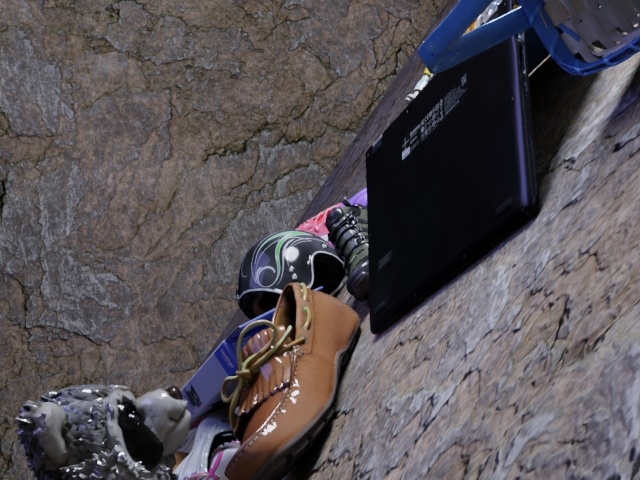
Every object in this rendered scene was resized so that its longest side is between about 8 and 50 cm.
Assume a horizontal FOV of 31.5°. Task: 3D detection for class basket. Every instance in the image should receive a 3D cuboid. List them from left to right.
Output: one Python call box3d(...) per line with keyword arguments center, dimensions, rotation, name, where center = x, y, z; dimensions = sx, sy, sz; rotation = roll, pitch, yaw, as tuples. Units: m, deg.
box3d(center=(0.243, -0.261, 1.023), dimensions=(0.289, 0.201, 0.255), rotation=(-23, -8, -22), name="basket")

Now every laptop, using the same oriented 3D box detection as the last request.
box3d(center=(0.236, -0.122, 1.374), dimensions=(0.382, 0.236, 0.408), rotation=(133, 142, -58), name="laptop")

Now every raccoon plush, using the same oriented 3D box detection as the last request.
box3d(center=(-0.240, 0.352, 1.106), dimensions=(0.446, 0.299, 0.216), rotation=(-57, 6, -22), name="raccoon plush")

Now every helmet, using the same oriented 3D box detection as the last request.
box3d(center=(-0.051, 0.060, 1.915), dimensions=(0.169, 0.169, 0.161), rotation=(-48, 17, 52), name="helmet")

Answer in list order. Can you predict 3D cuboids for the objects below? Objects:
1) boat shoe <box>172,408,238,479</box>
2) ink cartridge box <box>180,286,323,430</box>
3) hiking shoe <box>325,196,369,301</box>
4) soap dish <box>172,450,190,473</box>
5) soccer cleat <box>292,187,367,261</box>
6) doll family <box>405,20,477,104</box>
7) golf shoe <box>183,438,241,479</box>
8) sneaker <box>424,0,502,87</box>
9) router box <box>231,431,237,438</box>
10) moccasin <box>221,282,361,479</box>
box3d(center=(-0.154, 0.327, 1.759), dimensions=(0.081, 0.079, 0.227), rotation=(-26, 13, 23), name="boat shoe")
box3d(center=(-0.114, 0.197, 1.826), dimensions=(0.186, 0.065, 0.311), rotation=(-22, -20, -40), name="ink cartridge box")
box3d(center=(0.048, 0.010, 1.659), dimensions=(0.086, 0.114, 0.227), rotation=(-53, 6, 21), name="hiking shoe")
box3d(center=(-0.315, 0.491, 1.846), dimensions=(0.229, 0.118, 0.291), rotation=(-50, 6, 40), name="soap dish")
box3d(center=(0.000, 0.000, 2.033), dimensions=(0.318, 0.116, 0.108), rotation=(-51, -9, 37), name="soccer cleat")
box3d(center=(0.231, -0.315, 2.019), dimensions=(0.163, 0.118, 0.263), rotation=(-56, 5, -11), name="doll family")
box3d(center=(-0.131, 0.339, 1.550), dimensions=(0.186, 0.067, 0.086), rotation=(-48, 37, 37), name="golf shoe")
box3d(center=(0.244, -0.252, 1.765), dimensions=(0.297, 0.111, 0.129), rotation=(-53, -11, -26), name="sneaker")
box3d(center=(-0.051, 0.213, 1.640), dimensions=(0.179, 0.046, 0.133), rotation=(-57, 6, -21), name="router box")
box3d(center=(-0.050, 0.164, 1.395), dimensions=(0.139, 0.147, 0.380), rotation=(-51, 7, 34), name="moccasin")
